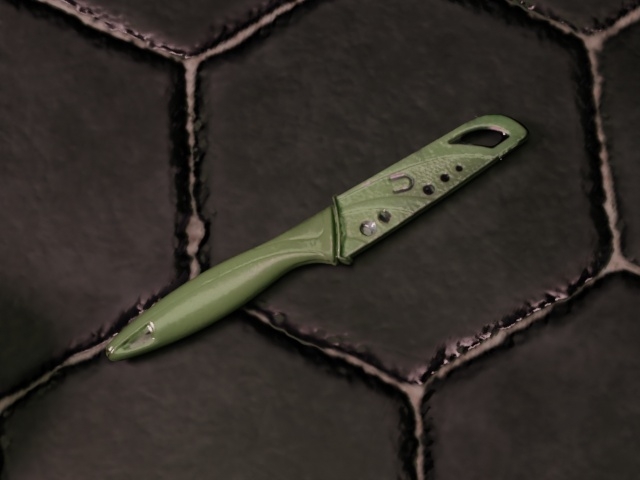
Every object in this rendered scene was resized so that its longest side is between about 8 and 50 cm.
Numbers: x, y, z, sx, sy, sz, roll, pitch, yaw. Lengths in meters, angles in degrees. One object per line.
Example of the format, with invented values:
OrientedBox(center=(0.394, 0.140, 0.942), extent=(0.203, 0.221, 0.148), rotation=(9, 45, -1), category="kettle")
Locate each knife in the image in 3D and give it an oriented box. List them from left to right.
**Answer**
OrientedBox(center=(0.000, 0.001, 1.042), extent=(0.293, 0.020, 0.043), rotation=(-31, 72, -7), category="knife")
